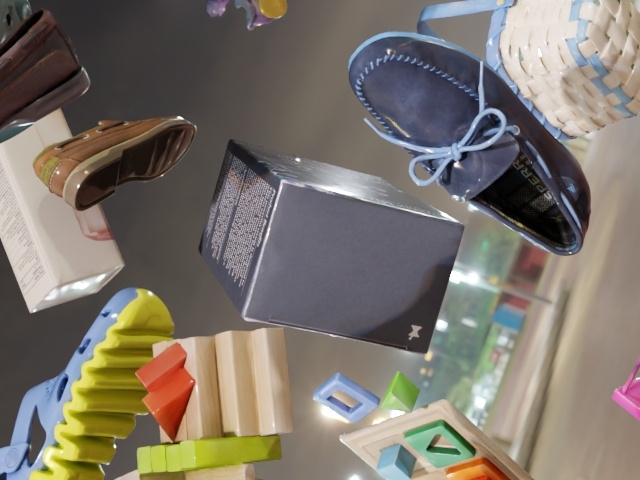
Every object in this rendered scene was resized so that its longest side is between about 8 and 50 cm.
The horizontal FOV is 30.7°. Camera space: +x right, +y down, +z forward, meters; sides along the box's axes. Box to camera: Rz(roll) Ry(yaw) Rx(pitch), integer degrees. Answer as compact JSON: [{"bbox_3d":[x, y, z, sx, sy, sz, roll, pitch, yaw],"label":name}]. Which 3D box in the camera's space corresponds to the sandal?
[{"bbox_3d":[-0.273,0.187,1.262,0.126,0.138,0.317,35,-97,-53],"label":"sandal"}]

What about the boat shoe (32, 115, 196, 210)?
[{"bbox_3d":[-0.318,-0.149,1.835,0.307,0.104,0.111,-30,-31,-55],"label":"boat shoe"}]

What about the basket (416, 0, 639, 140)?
[{"bbox_3d":[0.308,-0.256,1.623,0.254,0.289,0.201,39,-124,-39],"label":"basket"}]

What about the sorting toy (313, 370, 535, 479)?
[{"bbox_3d":[0.139,0.274,1.374,0.196,0.347,0.047,-25,30,44],"label":"sorting toy"}]

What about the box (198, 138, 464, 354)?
[{"bbox_3d":[0.000,0.000,1.839,0.395,0.293,0.212,-138,63,-69],"label":"box"}]

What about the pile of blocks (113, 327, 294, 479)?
[{"bbox_3d":[-0.114,0.239,0.924,0.112,0.149,0.362,3,-80,-40],"label":"pile of blocks"}]

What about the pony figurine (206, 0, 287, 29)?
[{"bbox_3d":[-0.113,-0.467,1.674,0.363,0.302,0.351,-93,-12,-47],"label":"pony figurine"}]

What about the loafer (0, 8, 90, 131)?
[{"bbox_3d":[-0.359,-0.135,1.142,0.302,0.109,0.095,-40,-56,-42],"label":"loafer"}]

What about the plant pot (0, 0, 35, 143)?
[{"bbox_3d":[-0.463,-0.199,1.324,0.248,0.252,0.247,-55,-38,-78],"label":"plant pot"}]

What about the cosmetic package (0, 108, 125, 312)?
[{"bbox_3d":[-0.442,-0.054,1.868,0.129,0.296,0.153,-17,-9,-35],"label":"cosmetic package"}]

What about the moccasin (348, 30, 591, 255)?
[{"bbox_3d":[0.178,-0.100,1.240,0.138,0.342,0.117,-43,30,35],"label":"moccasin"}]

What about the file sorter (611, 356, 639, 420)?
[{"bbox_3d":[0.680,0.254,1.923,0.202,0.290,0.182,-17,-44,-41],"label":"file sorter"}]
